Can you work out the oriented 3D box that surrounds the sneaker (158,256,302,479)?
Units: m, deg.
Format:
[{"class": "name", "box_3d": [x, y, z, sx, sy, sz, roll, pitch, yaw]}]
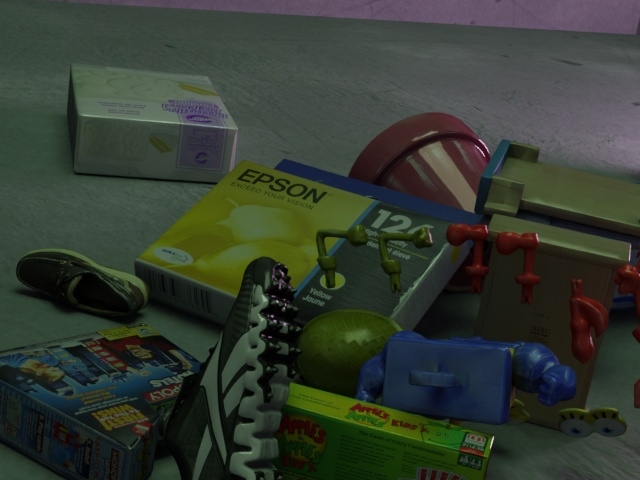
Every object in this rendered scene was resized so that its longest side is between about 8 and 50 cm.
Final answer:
[{"class": "sneaker", "box_3d": [-0.078, 0.126, 0.945, 0.106, 0.234, 0.078, 2, -9, 19]}]

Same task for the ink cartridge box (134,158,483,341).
[{"class": "ink cartridge box", "box_3d": [0.000, 0.000, 1.374, 0.304, 0.072, 0.307, 17, 46, 25]}]

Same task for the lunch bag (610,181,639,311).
[{"class": "lunch bag", "box_3d": [0.366, 0.015, 1.494, 0.219, 0.176, 0.090, -1, 44, -32]}]

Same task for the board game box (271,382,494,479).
[{"class": "board game box", "box_3d": [0.044, 0.187, 0.988, 0.181, 0.092, 0.043, 13, 19, 12]}]

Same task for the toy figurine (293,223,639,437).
[{"class": "toy figurine", "box_3d": [0.103, 0.085, 1.052, 0.363, 0.191, 0.217, 6, 6, 24]}]

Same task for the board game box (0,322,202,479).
[{"class": "board game box", "box_3d": [-0.182, 0.150, 1.041, 0.194, 0.060, 0.194, -9, 28, -42]}]

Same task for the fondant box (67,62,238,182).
[{"class": "fondant box", "box_3d": [-0.276, -0.191, 1.898, 0.238, 0.096, 0.330, 4, 21, -15]}]

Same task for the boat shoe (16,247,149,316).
[{"class": "boat shoe", "box_3d": [-0.264, 0.046, 1.299, 0.152, 0.056, 0.049, 12, 15, 8]}]

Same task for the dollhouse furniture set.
[{"class": "dollhouse furniture set", "box_3d": [0.298, 0.046, 1.290, 0.287, 0.198, 0.303, 13, 26, 11]}]

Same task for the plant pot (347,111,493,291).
[{"class": "plant pot", "box_3d": [0.158, -0.038, 1.547, 0.201, 0.201, 0.180, -3, 38, -31]}]

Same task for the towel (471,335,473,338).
[{"class": "towel", "box_3d": [0.192, 0.127, 1.342, 0.060, 0.009, 0.083, 15, 20, 15]}]
